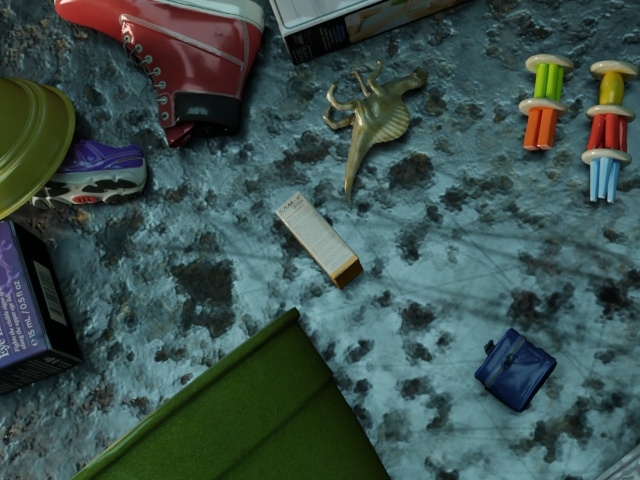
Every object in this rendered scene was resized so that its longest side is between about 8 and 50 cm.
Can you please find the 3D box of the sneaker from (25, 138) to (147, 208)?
[{"bbox_3d":[-0.279,-0.079,1.262,0.170,0.068,0.071,-2,60,-2],"label":"sneaker"}]

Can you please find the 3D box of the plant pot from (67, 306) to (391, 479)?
[{"bbox_3d":[-0.056,0.311,1.004,0.366,0.366,0.353,-38,87,-3],"label":"plant pot"}]

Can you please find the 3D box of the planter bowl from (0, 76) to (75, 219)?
[{"bbox_3d":[-0.383,-0.118,1.215,0.217,0.090,0.217,-14,49,17],"label":"planter bowl"}]

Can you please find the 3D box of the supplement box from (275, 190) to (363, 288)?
[{"bbox_3d":[0.000,0.000,1.197,0.036,0.062,0.098,-41,75,-3],"label":"supplement box"}]

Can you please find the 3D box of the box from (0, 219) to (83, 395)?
[{"bbox_3d":[-0.383,0.093,1.198,0.207,0.108,0.153,-23,75,1],"label":"box"}]

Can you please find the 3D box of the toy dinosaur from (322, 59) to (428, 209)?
[{"bbox_3d":[0.049,-0.133,1.229,0.093,0.053,0.183,31,81,12],"label":"toy dinosaur"}]

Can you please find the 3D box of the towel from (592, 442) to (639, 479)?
[{"bbox_3d":[0.418,0.324,1.068,0.317,0.053,0.332,-37,74,-3],"label":"towel"}]

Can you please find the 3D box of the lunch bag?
[{"bbox_3d":[0.191,0.127,1.122,0.065,0.098,0.067,36,88,17],"label":"lunch bag"}]

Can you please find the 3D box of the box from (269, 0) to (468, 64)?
[{"bbox_3d":[0.073,-0.332,1.258,0.290,0.087,0.169,-19,75,2],"label":"box"}]

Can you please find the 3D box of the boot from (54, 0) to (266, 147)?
[{"bbox_3d":[-0.198,-0.200,1.263,0.244,0.088,0.176,12,79,6],"label":"boot"}]

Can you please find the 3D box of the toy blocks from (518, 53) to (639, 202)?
[{"bbox_3d":[0.271,-0.118,1.197,0.123,0.054,0.148,7,77,8],"label":"toy blocks"}]
